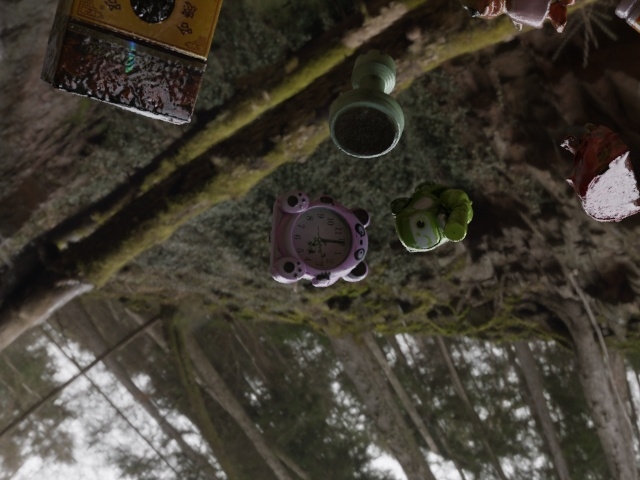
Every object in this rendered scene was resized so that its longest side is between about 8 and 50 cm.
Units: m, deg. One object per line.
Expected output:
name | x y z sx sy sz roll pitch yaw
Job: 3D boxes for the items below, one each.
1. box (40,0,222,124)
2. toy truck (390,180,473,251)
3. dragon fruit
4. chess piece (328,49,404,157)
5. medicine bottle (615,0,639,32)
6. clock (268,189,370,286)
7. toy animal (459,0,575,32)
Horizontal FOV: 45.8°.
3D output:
box | -0.311 -0.438 1.341 0.115 0.264 0.416 30 -75 52
toy truck | 0.298 -0.062 1.883 0.210 0.148 0.187 -6 -153 41
dragon fruit | 0.620 -0.166 1.723 0.134 0.262 0.212 -25 -131 15
chess piece | 0.133 -0.380 2.017 0.194 0.195 0.299 -13 -139 23
medicine bottle | 0.770 -0.465 1.621 0.133 0.249 0.133 -47 173 -8
clock | 0.000 0.000 1.866 0.090 0.247 0.228 157 -62 -69
toy animal | 0.443 -0.586 1.770 0.281 0.195 0.169 2 -129 -3
